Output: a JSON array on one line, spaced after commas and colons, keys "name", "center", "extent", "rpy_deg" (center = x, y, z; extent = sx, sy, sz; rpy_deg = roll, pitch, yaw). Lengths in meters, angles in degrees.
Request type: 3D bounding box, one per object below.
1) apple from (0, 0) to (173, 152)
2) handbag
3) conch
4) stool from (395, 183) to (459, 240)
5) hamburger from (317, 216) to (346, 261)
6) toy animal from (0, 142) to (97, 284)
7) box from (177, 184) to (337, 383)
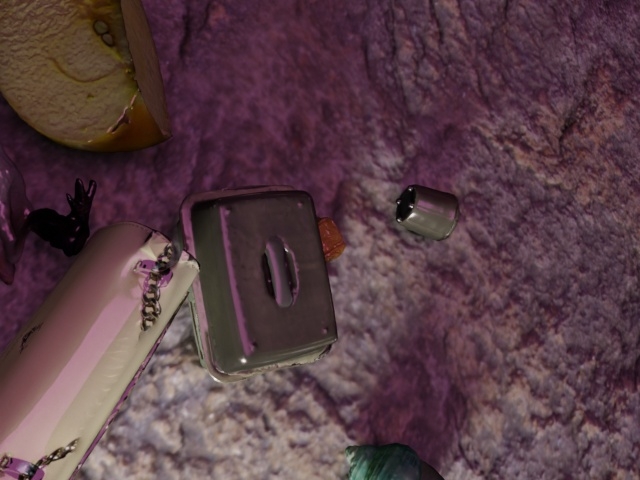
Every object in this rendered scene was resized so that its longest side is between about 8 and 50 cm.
[{"name": "apple", "center": [-0.332, -0.281, 0.969], "extent": [0.254, 0.179, 0.346], "rpy_deg": [2, 69, -48]}, {"name": "handbag", "center": [-0.316, 0.160, 0.840], "extent": [0.160, 0.236, 0.358], "rpy_deg": [38, 63, -18]}, {"name": "conch", "center": [0.125, 0.417, 1.090], "extent": [0.202, 0.134, 0.196], "rpy_deg": [62, 18, 3]}, {"name": "stool", "center": [0.202, -0.055, 1.261], "extent": [0.110, 0.096, 0.096], "rpy_deg": [17, 71, -18]}, {"name": "hamburger", "center": [0.000, 0.000, 1.163], "extent": [0.076, 0.044, 0.083], "rpy_deg": [-29, 96, -33]}, {"name": "toy animal", "center": [-0.443, -0.078, 0.897], "extent": [0.324, 0.090, 0.195], "rpy_deg": [42, 103, 6]}, {"name": "box", "center": [-0.098, 0.059, 1.025], "extent": [0.220, 0.166, 0.290], "rpy_deg": [-8, 84, -31]}]
